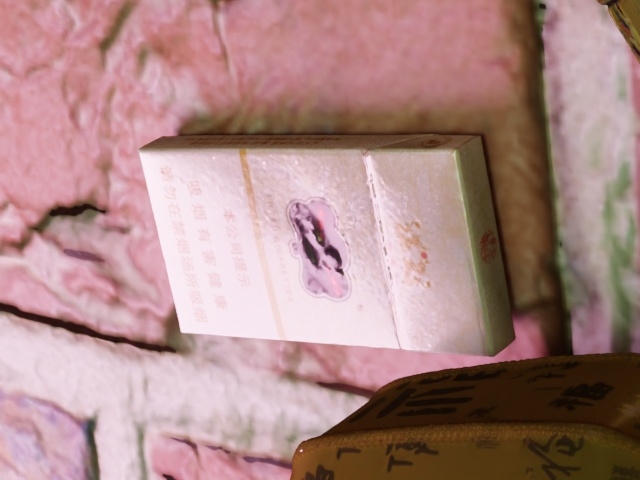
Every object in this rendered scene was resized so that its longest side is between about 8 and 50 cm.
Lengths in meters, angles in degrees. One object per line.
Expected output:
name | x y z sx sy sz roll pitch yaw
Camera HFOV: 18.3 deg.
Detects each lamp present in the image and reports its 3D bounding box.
lamp | 0.082 0.124 0.751 0.185 0.161 0.161 -5 108 38

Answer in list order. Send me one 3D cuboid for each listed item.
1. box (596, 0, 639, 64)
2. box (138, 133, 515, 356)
box | 0.151 -0.024 0.622 0.043 0.173 0.311 -31 92 5
box | 0.000 0.000 0.835 0.167 0.024 0.090 2 112 37
